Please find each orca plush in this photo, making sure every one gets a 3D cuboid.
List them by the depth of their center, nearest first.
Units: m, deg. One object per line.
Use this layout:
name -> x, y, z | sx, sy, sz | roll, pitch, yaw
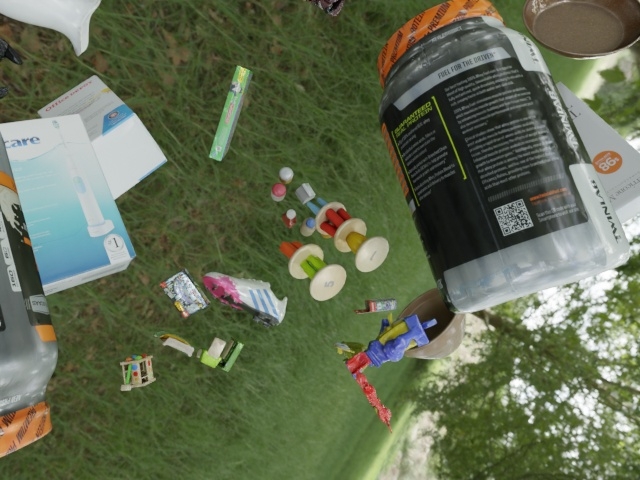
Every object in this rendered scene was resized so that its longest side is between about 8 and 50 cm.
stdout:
orca plush -> -0.860, -0.387, 1.163 | 0.151, 0.287, 0.102 | 41, 36, -59

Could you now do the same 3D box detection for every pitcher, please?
pitcher -> -0.489, -0.460, 0.809 | 0.207, 0.125, 0.178 | 27, 103, -29

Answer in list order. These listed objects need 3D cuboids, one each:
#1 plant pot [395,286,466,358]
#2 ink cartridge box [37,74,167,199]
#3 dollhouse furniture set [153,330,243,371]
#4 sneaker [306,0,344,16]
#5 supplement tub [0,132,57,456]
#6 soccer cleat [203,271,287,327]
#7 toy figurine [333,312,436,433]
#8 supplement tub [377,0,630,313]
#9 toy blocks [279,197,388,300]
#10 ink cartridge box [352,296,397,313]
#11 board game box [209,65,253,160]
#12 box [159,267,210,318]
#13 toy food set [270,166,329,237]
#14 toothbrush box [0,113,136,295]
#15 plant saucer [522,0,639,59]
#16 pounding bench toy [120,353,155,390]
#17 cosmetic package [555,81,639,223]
plant pot -> 0.323, 0.249, 1.295 | 0.237, 0.110, 0.237 | -40, -164, 14
ink cartridge box -> -0.629, -0.302, 1.339 | 0.198, 0.270, 0.197 | -40, 149, -13
dollhouse furniture set -> -0.217, 0.181, 0.835 | 0.151, 0.076, 0.059 | 34, 75, -27
sneaker -> -0.037, -0.688, 1.264 | 0.281, 0.163, 0.106 | -15, 167, -8
supplement tub -> -0.359, 0.044, 0.406 | 0.193, 0.316, 0.193 | -17, 175, -2
soccer cleat -> -0.267, 0.186, 1.671 | 0.116, 0.331, 0.143 | -29, -149, 50
toy figurine -> 0.169, 0.251, 1.011 | 0.217, 0.191, 0.362 | -33, 168, -5
supplement tub -> 0.197, -0.097, 0.560 | 0.207, 0.338, 0.207 | -16, 167, -4
toy blocks -> 0.000, 0.000, 0.626 | 0.123, 0.148, 0.054 | -31, 134, -16
ink cartridge box -> 0.152, 0.183, 1.302 | 0.063, 0.115, 0.029 | 174, -90, -83
board game box -> -0.316, -0.454, 1.639 | 0.213, 0.046, 0.317 | -105, -144, -70
box -> -0.420, 0.165, 1.429 | 0.094, 0.137, 0.027 | -30, -166, 11
toy food set -> -0.054, -0.097, 1.241 | 0.111, 0.232, 0.104 | -32, 177, -12
toothbrush box -> -0.503, -0.059, 0.840 | 0.216, 0.296, 0.126 | -22, 178, -34
plant saucer -> 0.453, -0.380, 0.805 | 0.199, 0.198, 0.036 | -52, 158, -19
pounding bench toy -> -0.413, 0.291, 1.022 | 0.083, 0.052, 0.065 | 19, 62, -82
cosmetic package -> 0.404, -0.088, 0.922 | 0.377, 0.284, 0.097 | -38, 148, 18
